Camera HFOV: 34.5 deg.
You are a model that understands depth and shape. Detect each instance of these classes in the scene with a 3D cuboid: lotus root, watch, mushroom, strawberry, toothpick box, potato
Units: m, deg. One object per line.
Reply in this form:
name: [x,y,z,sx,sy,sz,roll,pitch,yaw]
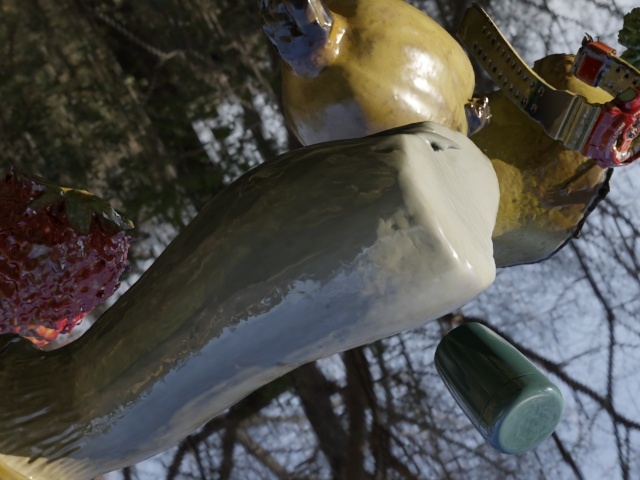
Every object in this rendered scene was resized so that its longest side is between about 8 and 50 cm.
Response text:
lotus root: [0.042,-0.159,1.024,0.183,0.182,0.310,-21,153,29]
watch: [0.285,-0.191,1.194,0.165,0.102,0.268,-2,-140,-25]
mushroom: [-0.051,0.042,0.575,0.329,0.122,0.159,-30,164,12]
strawberry: [-0.474,0.064,1.711,0.292,0.292,0.343,-133,-114,-78]
toothpick box: [0.241,0.198,1.434,0.120,0.120,0.184,-30,-141,-8]
potato: [0.219,-0.121,1.537,0.296,0.289,0.397,13,140,-34]

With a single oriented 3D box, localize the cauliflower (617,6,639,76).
cauliflower: [0.581,-0.234,1.605,0.327,0.260,0.281,-7,-116,29]
